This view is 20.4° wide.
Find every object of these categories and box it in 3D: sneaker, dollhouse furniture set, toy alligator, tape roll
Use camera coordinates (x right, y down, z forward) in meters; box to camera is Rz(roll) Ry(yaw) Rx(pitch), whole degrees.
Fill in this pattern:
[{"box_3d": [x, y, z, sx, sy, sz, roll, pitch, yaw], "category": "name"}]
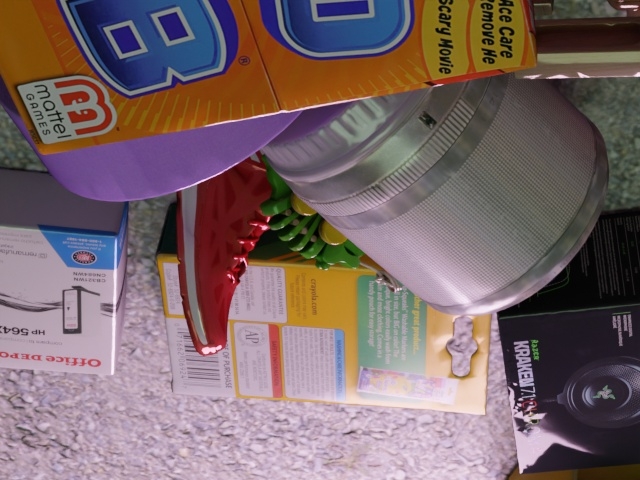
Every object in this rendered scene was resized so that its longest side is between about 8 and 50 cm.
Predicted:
[{"box_3d": [-0.068, -0.007, 1.640, 0.128, 0.221, 0.087, -4, 177, -2], "category": "sneaker"}, {"box_3d": [0.200, -0.224, 1.429, 0.144, 0.151, 0.123, 0, 130, 13], "category": "dollhouse furniture set"}, {"box_3d": [0.000, 0.000, 1.617, 0.051, 0.056, 0.189, -49, 114, -13], "category": "toy alligator"}, {"box_3d": [-0.125, -0.160, 1.434, 0.275, 0.275, 0.090, -17, 132, 17], "category": "tape roll"}]

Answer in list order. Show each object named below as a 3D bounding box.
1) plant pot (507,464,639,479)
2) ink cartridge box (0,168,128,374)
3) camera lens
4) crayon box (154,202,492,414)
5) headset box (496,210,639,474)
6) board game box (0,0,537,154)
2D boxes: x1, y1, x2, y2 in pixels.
[{"box_3d": [0.297, 0.336, 1.955, 0.212, 0.212, 0.187, 28, 141, -23], "category": "plant pot"}, {"box_3d": [-0.268, 0.034, 1.757, 0.148, 0.086, 0.203, 5, 133, -2], "category": "ink cartridge box"}, {"box_3d": [0.097, -0.082, 1.538, 0.219, 0.219, 0.274, -32, 125, 29], "category": "camera lens"}, {"box_3d": [0.009, 0.070, 1.768, 0.323, 0.083, 0.203, 4, 134, 6], "category": "crayon box"}, {"box_3d": [0.323, 0.099, 1.764, 0.283, 0.131, 0.246, -6, 134, 7], "category": "headset box"}, {"box_3d": [-0.064, -0.330, 1.211, 0.356, 0.356, 0.356, -9, 133, 11], "category": "board game box"}]
